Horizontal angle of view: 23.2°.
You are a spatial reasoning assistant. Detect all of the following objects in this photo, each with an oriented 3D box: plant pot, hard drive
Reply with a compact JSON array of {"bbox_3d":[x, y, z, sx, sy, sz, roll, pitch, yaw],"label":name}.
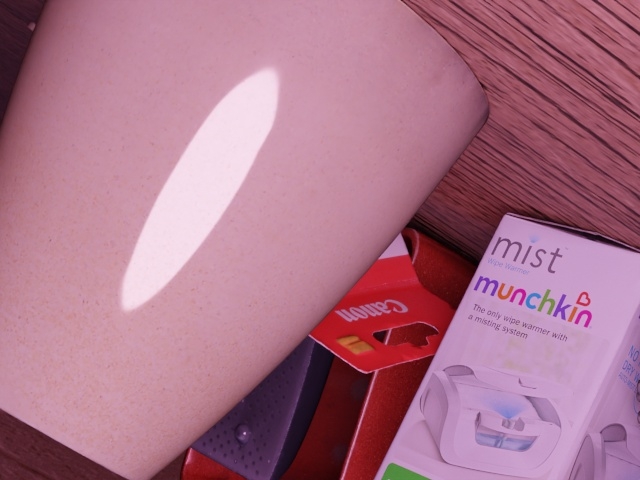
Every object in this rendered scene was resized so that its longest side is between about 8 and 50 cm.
[{"bbox_3d":[-0.083,-0.015,0.864,0.256,0.274,0.256,29,170,5],"label":"plant pot"},{"bbox_3d":[-0.054,0.048,1.234,0.172,0.255,0.054,22,-167,37],"label":"hard drive"},{"bbox_3d":[0.069,0.140,1.347,0.235,0.267,0.267,20,176,-29],"label":"plant pot"}]

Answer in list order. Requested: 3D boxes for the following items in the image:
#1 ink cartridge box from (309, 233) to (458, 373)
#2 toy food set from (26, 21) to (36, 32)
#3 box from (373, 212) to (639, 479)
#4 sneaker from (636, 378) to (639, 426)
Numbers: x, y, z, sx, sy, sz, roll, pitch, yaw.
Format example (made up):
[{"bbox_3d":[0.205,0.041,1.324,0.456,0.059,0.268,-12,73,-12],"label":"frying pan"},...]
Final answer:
[{"bbox_3d":[0.000,0.000,1.052,0.224,0.056,0.181,31,-158,29],"label":"ink cartridge box"},{"bbox_3d":[-0.151,-0.137,1.181,0.132,0.038,0.192,42,172,-24],"label":"toy food set"},{"bbox_3d":[0.173,0.145,1.060,0.127,0.231,0.262,19,166,38],"label":"box"},{"bbox_3d":[0.284,0.114,0.962,0.135,0.098,0.276,4,154,33],"label":"sneaker"}]
